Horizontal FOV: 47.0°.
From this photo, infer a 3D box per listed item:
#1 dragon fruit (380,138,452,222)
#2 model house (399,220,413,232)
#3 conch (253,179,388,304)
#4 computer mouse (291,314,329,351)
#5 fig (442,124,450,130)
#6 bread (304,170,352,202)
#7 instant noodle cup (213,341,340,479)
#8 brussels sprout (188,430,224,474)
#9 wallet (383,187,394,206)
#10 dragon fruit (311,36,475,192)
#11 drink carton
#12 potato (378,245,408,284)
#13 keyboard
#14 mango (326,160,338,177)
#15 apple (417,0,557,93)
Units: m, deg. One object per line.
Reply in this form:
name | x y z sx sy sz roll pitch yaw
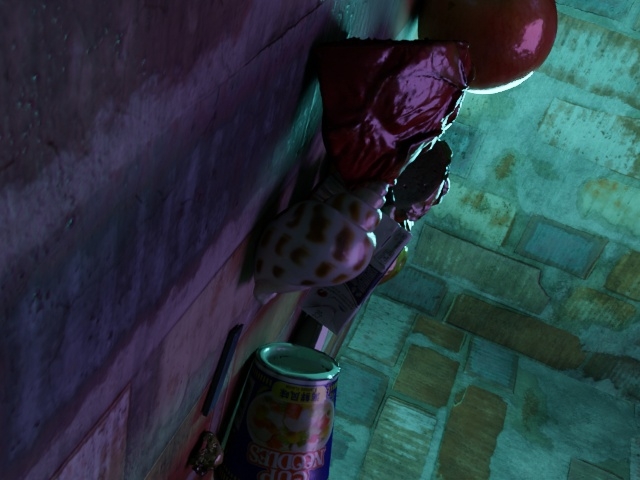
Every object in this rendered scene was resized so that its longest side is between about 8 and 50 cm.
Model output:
dragon fruit | 0.184 -0.171 1.747 0.295 0.268 0.130 -57 -178 -11
model house | 0.132 -0.057 1.895 0.199 0.220 0.229 -31 144 -59
conch | 0.000 -0.001 1.233 0.182 0.275 0.148 -117 -173 -71
computer mouse | -0.026 0.279 2.144 0.197 0.095 0.330 118 -7 -73
fig | 0.242 -0.383 1.843 0.203 0.203 0.235 104 -9 -45
bread | 0.015 -0.042 1.434 0.209 0.110 0.192 -58 172 26
instant noodle cup | -0.081 0.407 1.656 0.284 0.284 0.312 -38 141 -73
brussels sprout | -0.221 0.421 1.437 0.085 0.058 0.085 -44 150 -34
wallet | 0.128 -0.211 1.603 0.146 0.030 0.285 168 -75 -71
dragon fruit | 0.111 -0.219 1.261 0.240 0.303 0.330 -109 -162 -48
drink carton | 0.065 0.061 1.422 0.134 0.102 0.222 -47 171 -49
potato | 0.143 0.038 2.181 0.285 0.243 0.242 -15 127 -76
keyboard | -0.179 0.238 1.353 0.055 0.014 0.176 -40 152 -73
mango | 0.064 -0.149 1.576 0.195 0.098 0.137 113 -10 -65
apple | 0.429 -0.575 1.908 0.364 0.364 0.363 23 90 -82
